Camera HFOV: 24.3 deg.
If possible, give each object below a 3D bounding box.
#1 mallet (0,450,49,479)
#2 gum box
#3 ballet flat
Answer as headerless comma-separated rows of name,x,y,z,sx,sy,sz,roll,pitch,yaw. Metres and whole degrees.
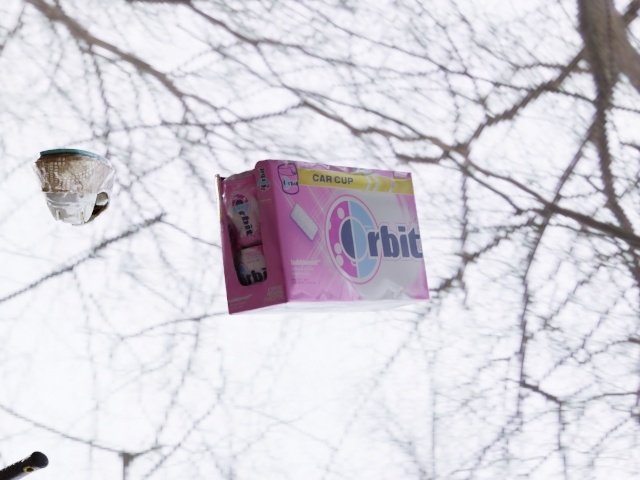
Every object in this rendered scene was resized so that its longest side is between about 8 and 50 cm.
mallet,-0.309,0.216,1.316,0.189,0.062,0.039,-37,-151,42
gum box,0.000,0.000,1.148,0.062,0.188,0.107,-14,-100,38
ballet flat,-0.226,-0.047,1.396,0.073,0.206,0.067,1,-91,2
